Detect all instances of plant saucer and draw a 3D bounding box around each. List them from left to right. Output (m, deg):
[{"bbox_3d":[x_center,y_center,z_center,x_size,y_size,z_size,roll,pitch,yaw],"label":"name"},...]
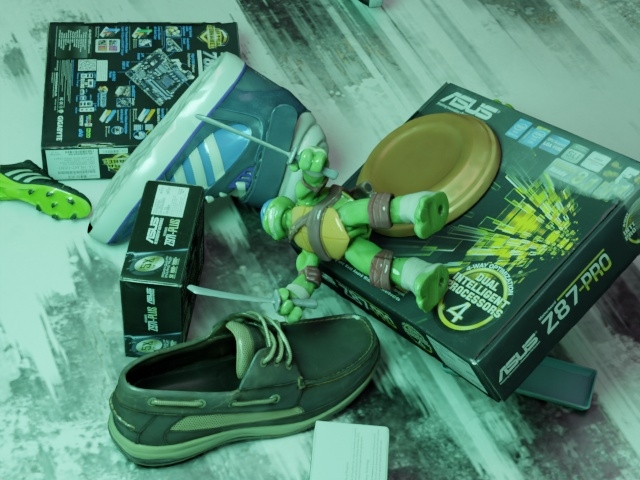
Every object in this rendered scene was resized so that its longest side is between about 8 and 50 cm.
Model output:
[{"bbox_3d":[0.128,-0.091,1.755,0.200,0.037,0.200,-21,40,19],"label":"plant saucer"},{"bbox_3d":[0.252,0.168,1.772,0.192,0.018,0.067,16,47,9],"label":"plant saucer"}]

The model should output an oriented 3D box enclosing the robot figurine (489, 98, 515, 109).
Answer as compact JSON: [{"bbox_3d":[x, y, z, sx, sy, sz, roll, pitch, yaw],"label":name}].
[{"bbox_3d":[0.243,-0.177,2.072,0.115,0.067,0.101,11,38,6],"label":"robot figurine"}]

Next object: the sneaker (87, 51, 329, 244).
[{"bbox_3d":[-0.134,-0.070,1.900,0.323,0.236,0.130,-51,17,1],"label":"sneaker"}]

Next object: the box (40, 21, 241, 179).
[{"bbox_3d":[-0.260,-0.213,2.064,0.293,0.073,0.296,-1,46,-8],"label":"box"}]

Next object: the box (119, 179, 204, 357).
[{"bbox_3d":[-0.199,0.037,1.772,0.077,0.147,0.180,6,46,2],"label":"box"}]

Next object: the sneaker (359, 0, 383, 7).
[{"bbox_3d":[0.000,-0.455,2.306,0.153,0.101,0.268,-14,43,-16],"label":"sneaker"}]

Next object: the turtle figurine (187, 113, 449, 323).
[{"bbox_3d":[0.000,0.000,1.623,0.266,0.274,0.198,9,77,32],"label":"turtle figurine"}]

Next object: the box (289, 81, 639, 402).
[{"bbox_3d":[0.189,-0.014,1.737,0.318,0.097,0.395,-43,39,-11],"label":"box"}]

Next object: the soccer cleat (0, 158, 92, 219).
[{"bbox_3d":[-0.393,-0.077,1.931,0.178,0.060,0.072,14,45,13],"label":"soccer cleat"}]

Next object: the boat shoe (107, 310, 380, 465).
[{"bbox_3d":[-0.082,0.160,1.673,0.355,0.130,0.132,-20,51,-22],"label":"boat shoe"}]

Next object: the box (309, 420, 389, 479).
[{"bbox_3d":[0.030,0.277,1.588,0.087,0.101,0.102,5,44,0],"label":"box"}]
